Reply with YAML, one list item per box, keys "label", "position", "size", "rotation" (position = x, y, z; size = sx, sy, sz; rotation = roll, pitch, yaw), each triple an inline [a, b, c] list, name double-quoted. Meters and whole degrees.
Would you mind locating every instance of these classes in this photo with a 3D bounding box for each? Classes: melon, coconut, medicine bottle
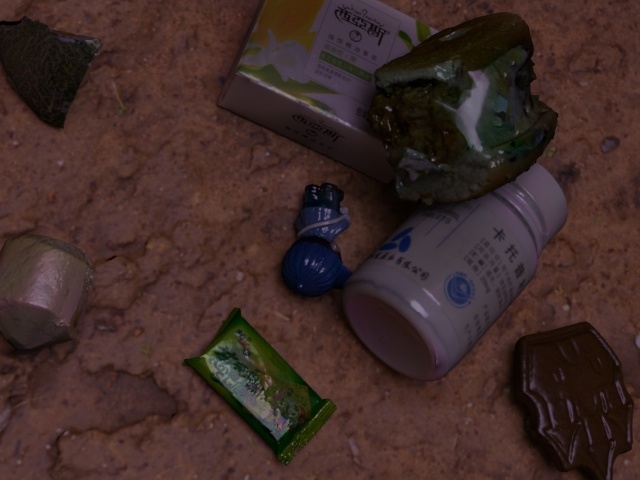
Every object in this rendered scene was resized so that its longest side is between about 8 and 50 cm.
- label: "melon"
  position: [-0.315, -0.204, 1.298]
  size: [0.093, 0.202, 0.140]
  rotation: [-17, 114, -41]
- label: "coconut"
  position: [-0.316, 0.063, 1.201]
  size: [0.116, 0.116, 0.122]
  rotation: [18, 70, -13]
- label: "medicine bottle"
  position: [0.174, 0.026, 1.351]
  size: [0.170, 0.170, 0.293]
  rotation: [47, 62, 0]

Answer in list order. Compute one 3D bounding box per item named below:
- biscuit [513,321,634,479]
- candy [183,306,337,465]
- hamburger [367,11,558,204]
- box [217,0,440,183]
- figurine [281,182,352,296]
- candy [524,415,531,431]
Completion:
- label: "biscuit"
  position: [0.340, 0.217, 1.403]
  size: [0.182, 0.034, 0.215]
  rotation: [-9, 75, -31]
- label: "candy"
  position: [-0.071, 0.173, 1.295]
  size: [0.178, 0.032, 0.102]
  rotation: [46, 65, -1]
- label: "hamburger"
  position: [0.192, -0.163, 1.309]
  size: [0.288, 0.192, 0.168]
  rotation: [-37, 120, -37]
- label: "box"
  position: [0.022, -0.222, 1.412]
  size: [0.260, 0.111, 0.195]
  rotation: [23, 68, -9]
- label: "figurine"
  position: [0.000, 0.000, 1.354]
  size: [0.086, 0.087, 0.149]
  rotation: [-1, 68, 20]
- label: "candy"
  position: [0.294, 0.219, 1.412]
  size: [0.083, 0.023, 0.025]
  rotation: [-47, 134, -31]
